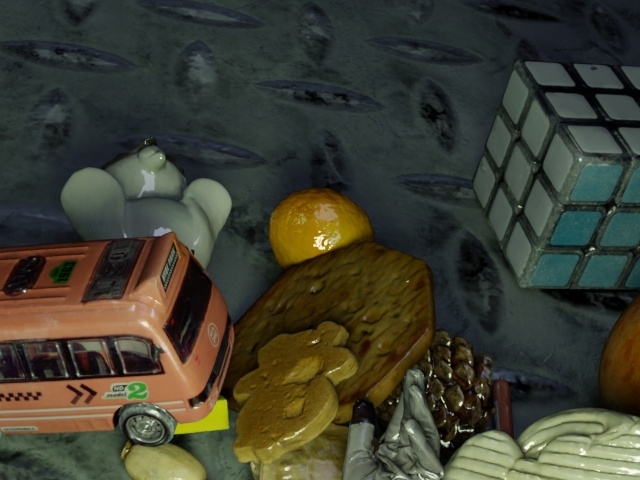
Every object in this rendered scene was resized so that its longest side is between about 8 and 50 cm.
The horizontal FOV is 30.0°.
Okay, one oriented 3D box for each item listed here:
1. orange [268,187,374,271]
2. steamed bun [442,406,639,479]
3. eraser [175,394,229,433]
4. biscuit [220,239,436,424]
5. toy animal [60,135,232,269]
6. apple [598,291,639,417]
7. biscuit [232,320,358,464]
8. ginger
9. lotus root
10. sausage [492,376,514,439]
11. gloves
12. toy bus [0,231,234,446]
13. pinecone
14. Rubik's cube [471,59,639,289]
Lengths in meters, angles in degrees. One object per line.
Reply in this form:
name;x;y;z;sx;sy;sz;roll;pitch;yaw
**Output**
orange;0.000;-0.004;1.924;0.177;0.177;0.155;26;65;13
steamed bun;0.303;0.398;1.467;0.342;0.255;0.368;2;59;31
eraser;-0.197;0.237;1.633;0.122;0.045;0.097;-4;5;-21
biscuit;0.009;0.137;1.712;0.359;0.046;0.359;-21;35;16
toy animal;-0.256;-0.030;1.864;0.249;0.174;0.289;-18;49;-34
apple;0.628;0.198;1.769;0.400;0.333;0.400;11;40;-9
biscuit;-0.036;0.202;1.585;0.184;0.035;0.249;-19;28;19
ginger;0.031;0.350;1.550;0.275;0.130;0.221;-5;52;-15
lotus root;-0.200;0.305;1.571;0.150;0.062;0.073;23;37;17
sausage;0.274;0.286;1.783;0.029;0.029;0.223;12;39;-5
gloves;0.080;0.291;1.460;0.142;0.119;0.285;13;76;24
toy bus;-0.341;0.121;1.541;0.427;0.233;0.203;-5;37;13
pinecone;0.165;0.222;1.704;0.204;0.179;0.184;31;61;-43
Rubik's cube;0.479;-0.114;2.119;0.301;0.305;0.304;0;40;-18
